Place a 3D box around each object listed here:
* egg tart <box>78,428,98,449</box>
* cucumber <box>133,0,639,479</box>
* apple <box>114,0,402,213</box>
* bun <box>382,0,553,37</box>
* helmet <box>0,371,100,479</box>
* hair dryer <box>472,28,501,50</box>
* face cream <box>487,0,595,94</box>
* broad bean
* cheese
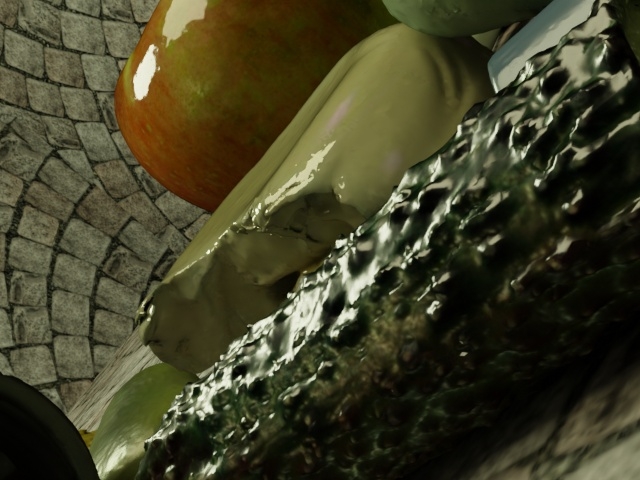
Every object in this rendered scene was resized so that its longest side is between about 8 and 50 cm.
[{"bbox_3d":[-0.318,0.284,1.232,0.315,0.120,0.315,-47,8,8],"label":"egg tart"},{"bbox_3d":[0.017,0.049,0.476,0.359,0.096,0.096,-42,9,39],"label":"cucumber"},{"bbox_3d":[-0.053,-0.173,1.317,0.339,0.339,0.339,-48,7,7],"label":"apple"},{"bbox_3d":[0.142,-0.235,0.646,0.283,0.179,0.283,-23,16,7],"label":"bun"},{"bbox_3d":[-0.294,0.214,0.765,0.305,0.225,0.177,-35,5,-31],"label":"helmet"},{"bbox_3d":[0.158,-0.238,1.192,0.203,0.128,0.362,-40,18,50],"label":"hair dryer"},{"bbox_3d":[0.218,-0.156,0.396,0.385,0.086,0.135,-40,21,27],"label":"face cream"},{"bbox_3d":[-0.130,0.154,0.896,0.124,0.082,0.174,-45,6,13],"label":"broad bean"},{"bbox_3d":[0.011,-0.013,0.732,0.233,0.127,0.266,-53,7,-39],"label":"cheese"}]
